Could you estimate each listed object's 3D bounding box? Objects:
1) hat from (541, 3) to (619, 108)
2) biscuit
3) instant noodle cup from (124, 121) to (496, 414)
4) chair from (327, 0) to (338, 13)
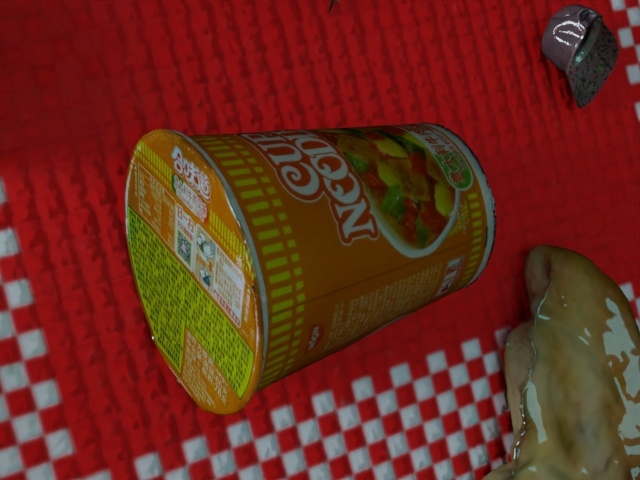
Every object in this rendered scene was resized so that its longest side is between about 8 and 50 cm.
[{"bbox_3d":[0.198,-0.146,0.684,0.058,0.042,0.087,-50,140,-11],"label":"hat"},{"bbox_3d":[0.180,0.162,0.649,0.154,0.045,0.299,25,76,-20],"label":"biscuit"},{"bbox_3d":[0.000,0.000,0.527,0.185,0.168,0.168,-15,93,-31],"label":"instant noodle cup"},{"bbox_3d":[0.007,-0.203,0.597,0.042,0.037,0.086,15,85,-11],"label":"chair"}]
